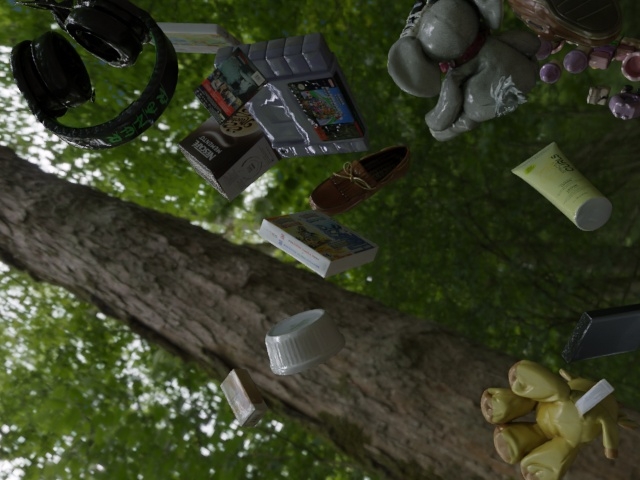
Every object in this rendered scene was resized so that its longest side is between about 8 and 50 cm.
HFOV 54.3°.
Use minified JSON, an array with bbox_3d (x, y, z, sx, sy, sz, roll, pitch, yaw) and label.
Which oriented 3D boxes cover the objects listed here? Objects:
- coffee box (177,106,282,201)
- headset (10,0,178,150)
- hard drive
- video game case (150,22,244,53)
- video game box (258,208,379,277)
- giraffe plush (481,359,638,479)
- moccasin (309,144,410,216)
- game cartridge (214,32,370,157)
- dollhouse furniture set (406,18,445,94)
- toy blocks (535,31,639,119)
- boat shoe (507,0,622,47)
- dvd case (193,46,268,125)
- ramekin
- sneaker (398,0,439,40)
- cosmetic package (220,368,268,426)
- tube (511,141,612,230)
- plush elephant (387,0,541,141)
[{"bbox_3d":[-0.182,-0.261,1.569,0.297,0.168,0.119,-43,-34,-13],"label":"coffee box"},{"bbox_3d":[-0.390,-0.308,1.058,0.243,0.394,0.185,-41,-22,-2],"label":"headset"},{"bbox_3d":[0.441,0.139,0.949,0.135,0.022,0.094,-5,-51,-19],"label":"hard drive"},{"bbox_3d":[-0.321,-0.495,1.531,0.206,0.227,0.026,-17,-67,-78],"label":"video game case"},{"bbox_3d":[0.000,0.000,1.357,0.205,0.187,0.048,-15,-51,-56],"label":"video game box"},{"bbox_3d":[0.380,0.261,0.955,0.170,0.210,0.181,6,-123,-48],"label":"giraffe plush"},{"bbox_3d":[0.132,-0.198,2.009,0.380,0.139,0.147,-24,-22,-16],"label":"moccasin"},{"bbox_3d":[-0.041,-0.286,1.315,0.355,0.230,0.068,50,-134,-59],"label":"game cartridge"},{"bbox_3d":[0.416,-0.575,1.838,0.151,0.197,0.301,-36,-79,-47],"label":"dollhouse furniture set"},{"bbox_3d":[0.640,-0.428,1.472,0.260,0.288,0.309,-44,-33,-41],"label":"toy blocks"},{"bbox_3d":[0.483,-0.452,1.241,0.110,0.307,0.104,-26,-43,0],"label":"boat shoe"},{"bbox_3d":[-0.164,-0.279,1.134,0.119,0.087,0.013,-42,-9,13],"label":"dvd case"},{"bbox_3d":[-0.061,0.331,2.092,0.273,0.273,0.127,-30,-79,-48],"label":"ramekin"},{"bbox_3d":[0.223,-0.492,1.434,0.086,0.085,0.237,50,-121,-22],"label":"sneaker"},{"bbox_3d":[-0.165,0.337,1.342,0.041,0.115,0.060,18,-66,-47],"label":"cosmetic package"},{"bbox_3d":[0.408,-0.099,1.066,0.240,0.070,0.062,-100,14,-60],"label":"tube"},{"bbox_3d":[0.278,-0.359,1.213,0.255,0.272,0.330,51,-168,-6],"label":"plush elephant"}]
